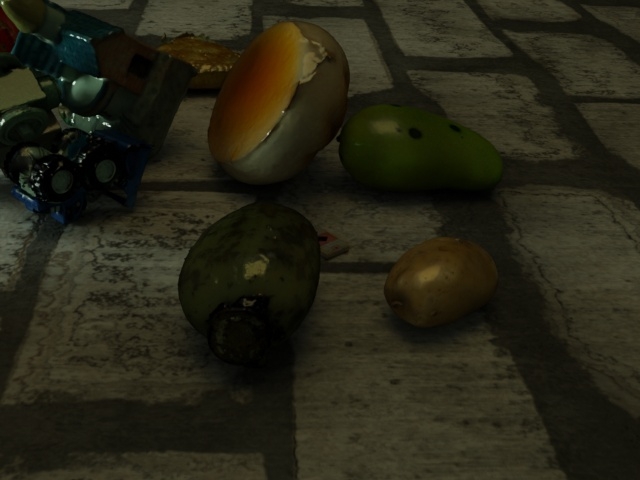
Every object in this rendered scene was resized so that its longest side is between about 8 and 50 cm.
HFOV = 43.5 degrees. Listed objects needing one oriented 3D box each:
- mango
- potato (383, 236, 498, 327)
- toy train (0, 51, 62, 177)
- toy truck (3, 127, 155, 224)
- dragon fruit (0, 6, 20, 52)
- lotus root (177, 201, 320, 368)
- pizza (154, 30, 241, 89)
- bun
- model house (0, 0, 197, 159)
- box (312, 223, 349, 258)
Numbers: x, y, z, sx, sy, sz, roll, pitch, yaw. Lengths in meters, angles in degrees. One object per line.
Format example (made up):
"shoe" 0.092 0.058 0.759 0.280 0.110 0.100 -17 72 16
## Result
"mango" 0.172 -0.153 1.385 0.293 0.143 0.175 9 32 -10
"potato" 0.163 0.052 1.074 0.178 0.109 0.118 -19 16 -41
"toy train" -0.555 -0.167 1.254 0.304 0.221 0.150 -24 75 -30
"toy truck" -0.368 -0.102 1.249 0.113 0.126 0.208 24 37 38
"dragon fruit" -0.696 -0.394 1.629 0.205 0.210 0.268 49 42 -3
"lotus root" -0.086 0.036 1.045 0.173 0.173 0.309 5 24 1
"pizza" -0.269 -0.404 1.809 0.279 0.075 0.288 4 29 -7
"bun" -0.051 -0.223 1.376 0.164 0.299 0.299 24 18 -34
"model house" -0.427 -0.297 1.354 0.267 0.194 0.325 26 1 29
"box" 0.000 0.000 1.230 0.046 0.012 0.083 -21 38 -36
